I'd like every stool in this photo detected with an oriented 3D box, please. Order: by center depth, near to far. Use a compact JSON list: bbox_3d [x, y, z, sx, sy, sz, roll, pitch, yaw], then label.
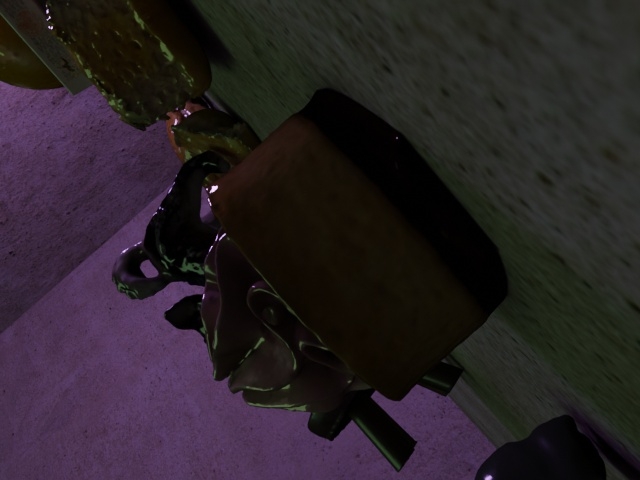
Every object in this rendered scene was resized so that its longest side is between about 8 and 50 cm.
[{"bbox_3d":[0.119,0.266,1.050,0.178,0.272,0.272,32,173,17],"label":"stool"}]

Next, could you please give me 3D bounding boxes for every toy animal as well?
[{"bbox_3d":[-0.186,0.070,1.033,0.344,0.302,0.194,52,-179,23],"label":"toy animal"}]

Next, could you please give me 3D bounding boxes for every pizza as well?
[{"bbox_3d":[-0.163,-0.184,1.036,0.188,0.081,0.204,26,166,1],"label":"pizza"}]

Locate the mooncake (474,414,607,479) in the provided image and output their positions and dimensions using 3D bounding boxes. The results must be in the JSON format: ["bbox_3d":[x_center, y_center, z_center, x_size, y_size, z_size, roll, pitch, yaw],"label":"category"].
[{"bbox_3d":[0.195,0.213,0.422,0.175,0.168,0.104,2,129,41],"label":"mooncake"}]

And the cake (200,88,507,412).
[{"bbox_3d":[-0.007,0.028,0.391,0.185,0.178,0.208,48,175,24],"label":"cake"}]

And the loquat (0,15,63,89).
[{"bbox_3d":[-0.582,-0.442,1.124,0.328,0.359,0.329,156,90,-88],"label":"loquat"}]

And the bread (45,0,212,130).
[{"bbox_3d":[-0.201,-0.213,0.636,0.174,0.121,0.245,58,178,-22],"label":"bread"}]

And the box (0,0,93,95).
[{"bbox_3d":[-0.385,-0.373,0.849,0.205,0.051,0.365,55,-170,-40],"label":"box"}]

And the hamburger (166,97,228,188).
[{"bbox_3d":[-0.248,-0.202,1.364,0.259,0.144,0.283,47,-176,-32],"label":"hamburger"}]
